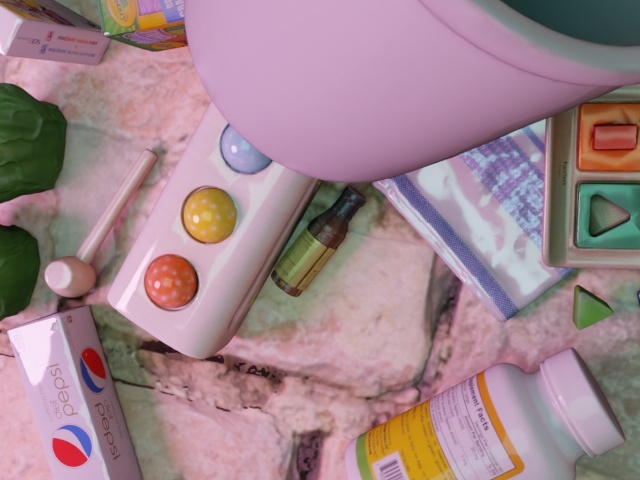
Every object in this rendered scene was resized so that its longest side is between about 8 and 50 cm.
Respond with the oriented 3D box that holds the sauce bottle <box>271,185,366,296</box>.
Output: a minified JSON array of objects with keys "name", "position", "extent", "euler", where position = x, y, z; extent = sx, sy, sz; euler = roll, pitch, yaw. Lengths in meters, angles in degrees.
[{"name":"sauce bottle","position":[0.000,0.000,1.012],"extent":[0.042,0.042,0.128],"euler":[41,101,7]}]

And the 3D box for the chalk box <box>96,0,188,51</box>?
[{"name":"chalk box","position":[-0.150,-0.268,0.977],"extent":[0.213,0.132,0.132],"euler":[-8,93,15]}]

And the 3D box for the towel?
[{"name":"towel","position":[0.217,-0.078,0.957],"extent":[0.285,0.034,0.209],"euler":[-41,86,13]}]

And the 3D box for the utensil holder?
[{"name":"utensil holder","position":[0.088,-0.228,0.731],"extent":[0.328,0.385,0.327],"euler":[3,82,-22]}]

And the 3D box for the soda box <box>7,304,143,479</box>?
[{"name":"soda box","position":[-0.269,0.186,1.076],"extent":[0.069,0.074,0.216],"euler":[-16,92,14]}]

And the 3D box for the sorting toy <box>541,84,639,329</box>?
[{"name":"sorting toy","position":[0.308,-0.060,0.903],"extent":[0.196,0.047,0.347],"euler":[0,100,6]}]

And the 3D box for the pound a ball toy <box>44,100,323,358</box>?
[{"name":"pound a ball toy","position":[-0.142,-0.029,0.995],"extent":[0.208,0.136,0.319],"euler":[33,101,8]}]

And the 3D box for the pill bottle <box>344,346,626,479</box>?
[{"name":"pill bottle","position":[0.159,0.203,0.943],"extent":[0.246,0.136,0.136],"euler":[-30,88,14]}]

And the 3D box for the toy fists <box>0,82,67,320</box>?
[{"name":"toy fists","position":[-0.365,-0.033,1.044],"extent":[0.096,0.142,0.279],"euler":[18,98,11]}]

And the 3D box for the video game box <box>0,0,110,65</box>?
[{"name":"video game box","position":[-0.343,-0.248,0.996],"extent":[0.205,0.187,0.048],"euler":[31,101,10]}]
